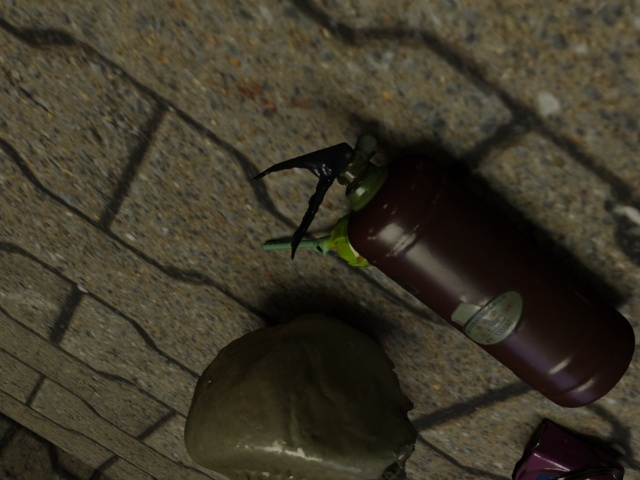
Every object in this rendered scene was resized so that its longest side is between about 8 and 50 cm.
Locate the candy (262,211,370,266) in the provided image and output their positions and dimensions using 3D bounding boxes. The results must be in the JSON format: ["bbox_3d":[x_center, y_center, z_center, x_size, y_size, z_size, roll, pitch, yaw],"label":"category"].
[{"bbox_3d":[0.000,0.000,0.730,0.062,0.058,0.194,13,169,-37],"label":"candy"}]

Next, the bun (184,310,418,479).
[{"bbox_3d":[-0.020,0.192,0.846,0.282,0.204,0.281,7,146,5],"label":"bun"}]

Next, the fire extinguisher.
[{"bbox_3d":[0.100,0.023,0.604,0.344,0.138,0.102,36,165,-13],"label":"fire extinguisher"}]

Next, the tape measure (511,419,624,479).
[{"bbox_3d":[0.293,0.278,0.849,0.118,0.074,0.125,27,140,12],"label":"tape measure"}]
